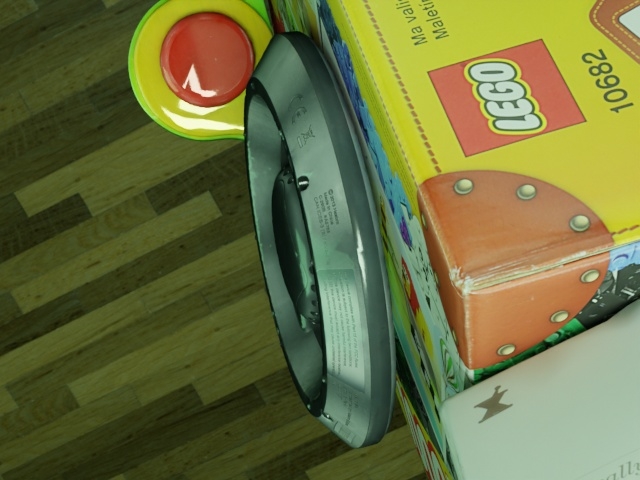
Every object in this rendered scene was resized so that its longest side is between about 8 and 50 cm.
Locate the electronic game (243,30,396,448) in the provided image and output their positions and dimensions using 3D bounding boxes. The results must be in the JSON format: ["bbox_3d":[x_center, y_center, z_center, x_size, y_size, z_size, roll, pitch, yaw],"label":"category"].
[{"bbox_3d":[0.000,0.000,0.770,0.229,0.048,0.229,170,90,-80],"label":"electronic game"}]

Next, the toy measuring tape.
[{"bbox_3d":[-0.070,-0.071,1.060,0.121,0.121,0.330,-47,-59,-81],"label":"toy measuring tape"}]

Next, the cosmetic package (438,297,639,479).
[{"bbox_3d":[0.227,0.196,0.553,0.385,0.217,0.156,58,-171,-21],"label":"cosmetic package"}]

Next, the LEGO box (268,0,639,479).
[{"bbox_3d":[0.101,-0.078,0.830,0.372,0.193,0.500,79,174,-51],"label":"LEGO box"}]
